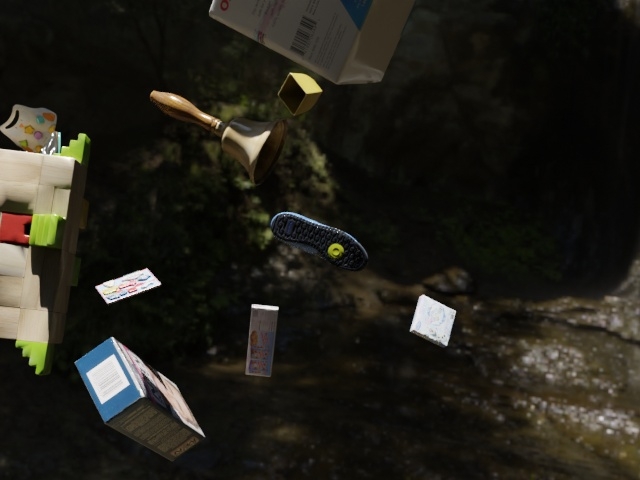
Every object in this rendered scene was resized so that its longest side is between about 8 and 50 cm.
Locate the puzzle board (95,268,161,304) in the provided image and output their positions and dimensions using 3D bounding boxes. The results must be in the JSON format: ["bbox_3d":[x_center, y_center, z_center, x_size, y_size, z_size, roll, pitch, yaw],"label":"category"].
[{"bbox_3d":[-0.441,0.102,1.954,0.128,0.011,0.096,-20,30,-24],"label":"puzzle board"}]

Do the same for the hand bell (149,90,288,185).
[{"bbox_3d":[-0.192,-0.202,1.490,0.242,0.126,0.126,25,-2,10],"label":"hand bell"}]

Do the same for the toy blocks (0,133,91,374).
[{"bbox_3d":[-0.524,0.004,1.336,0.261,0.381,0.191,6,-6,-3],"label":"toy blocks"}]

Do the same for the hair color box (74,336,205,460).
[{"bbox_3d":[-0.402,0.367,1.940,0.174,0.105,0.347,53,-4,30],"label":"hair color box"}]

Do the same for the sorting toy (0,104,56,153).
[{"bbox_3d":[-0.499,-0.192,1.448,0.075,0.083,0.045,30,9,-39],"label":"sorting toy"}]

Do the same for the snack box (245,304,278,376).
[{"bbox_3d":[-0.143,0.244,2.075,0.064,0.178,0.022,6,15,-3],"label":"snack box"}]

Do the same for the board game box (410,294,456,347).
[{"bbox_3d":[0.253,0.181,1.917,0.090,0.090,0.020,27,-28,-14],"label":"board game box"}]

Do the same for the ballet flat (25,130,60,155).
[{"bbox_3d":[-0.664,-0.149,2.048,0.096,0.280,0.095,-1,-36,-25],"label":"ballet flat"}]

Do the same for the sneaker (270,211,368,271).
[{"bbox_3d":[0.000,0.000,1.711,0.209,0.069,0.082,24,1,3],"label":"sneaker"}]

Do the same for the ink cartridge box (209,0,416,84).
[{"bbox_3d":[-0.006,-0.413,1.448,0.270,0.198,0.197,32,23,17],"label":"ink cartridge box"}]

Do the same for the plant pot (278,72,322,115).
[{"bbox_3d":[-0.045,-0.387,2.240,0.083,0.081,0.081,-17,-27,-42],"label":"plant pot"}]
